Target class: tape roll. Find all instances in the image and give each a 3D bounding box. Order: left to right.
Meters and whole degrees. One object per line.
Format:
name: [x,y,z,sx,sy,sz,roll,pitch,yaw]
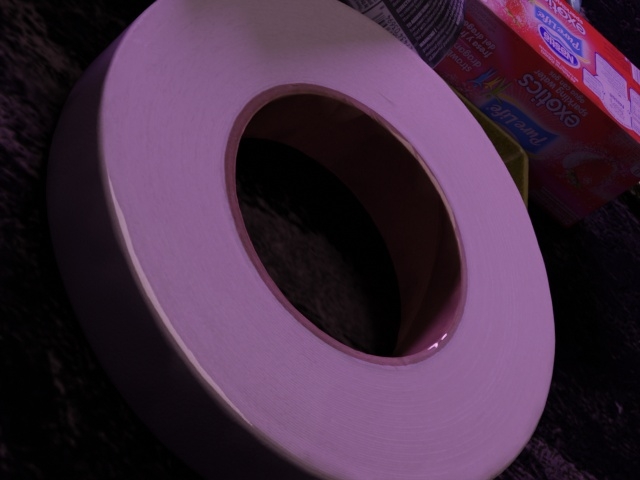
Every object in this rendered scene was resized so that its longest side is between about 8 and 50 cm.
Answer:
tape roll: [0.000,0.000,1.009,0.392,0.072,0.392,23,51,-32]

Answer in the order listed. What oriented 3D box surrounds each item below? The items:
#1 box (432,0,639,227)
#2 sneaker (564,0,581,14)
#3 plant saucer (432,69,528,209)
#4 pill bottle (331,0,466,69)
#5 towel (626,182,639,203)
box: [0.185,-0.148,1.369,0.257,0.122,0.128,37,36,-24]
sneaker: [0.181,-0.310,1.527,0.283,0.110,0.122,25,46,-36]
plant saucer: [0.094,-0.059,1.247,0.188,0.045,0.188,37,37,-23]
pill bottle: [0.006,-0.231,1.125,0.245,0.130,0.130,48,28,-46]
towel: [0.319,-0.100,1.580,0.148,0.027,0.110,42,36,-18]
